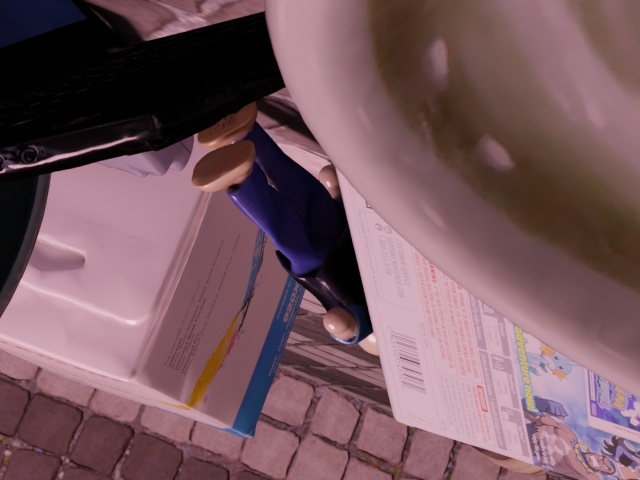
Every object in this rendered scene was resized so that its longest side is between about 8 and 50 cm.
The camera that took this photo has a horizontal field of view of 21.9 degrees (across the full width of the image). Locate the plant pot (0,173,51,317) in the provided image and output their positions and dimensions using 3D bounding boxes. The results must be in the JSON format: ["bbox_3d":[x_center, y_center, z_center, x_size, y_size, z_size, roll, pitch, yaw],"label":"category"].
[{"bbox_3d":[-0.259,-0.035,0.742,0.293,0.293,0.196,21,173,-2],"label":"plant pot"}]

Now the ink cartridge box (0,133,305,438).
[{"bbox_3d":[-0.127,0.016,1.120,0.171,0.168,0.233,17,170,19],"label":"ink cartridge box"}]

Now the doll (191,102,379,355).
[{"bbox_3d":[0.000,0.000,0.949,0.046,0.129,0.189,-25,127,22],"label":"doll"}]

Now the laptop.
[{"bbox_3d":[-0.110,-0.098,0.513,0.264,0.137,0.234,-9,-166,32],"label":"laptop"}]

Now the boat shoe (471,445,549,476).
[{"bbox_3d":[0.118,0.040,0.933,0.130,0.132,0.355,31,162,-1],"label":"boat shoe"}]

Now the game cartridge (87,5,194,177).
[{"bbox_3d":[-0.228,-0.118,0.936,0.294,0.060,0.196,18,174,14],"label":"game cartridge"}]

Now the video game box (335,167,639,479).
[{"bbox_3d":[0.103,0.020,0.722,0.187,0.048,0.205,17,137,34],"label":"video game box"}]

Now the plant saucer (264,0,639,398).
[{"bbox_3d":[0.188,-0.019,0.353,0.400,0.100,0.400,21,162,7],"label":"plant saucer"}]
